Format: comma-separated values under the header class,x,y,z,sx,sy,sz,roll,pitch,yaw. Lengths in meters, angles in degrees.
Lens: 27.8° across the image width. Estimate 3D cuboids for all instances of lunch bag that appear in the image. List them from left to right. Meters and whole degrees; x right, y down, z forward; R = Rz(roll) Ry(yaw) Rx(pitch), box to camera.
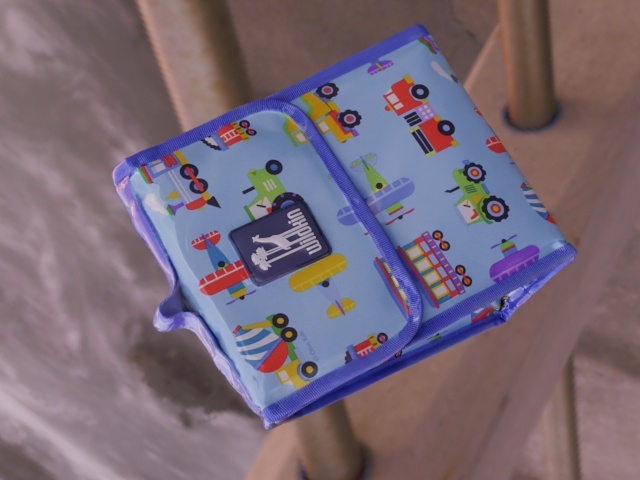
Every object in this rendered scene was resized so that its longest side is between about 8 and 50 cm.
class,x,y,z,sx,sy,sz,roll,pitch,yaw
lunch bag,0.000,0.000,0.963,0.221,0.293,0.138,58,151,14
